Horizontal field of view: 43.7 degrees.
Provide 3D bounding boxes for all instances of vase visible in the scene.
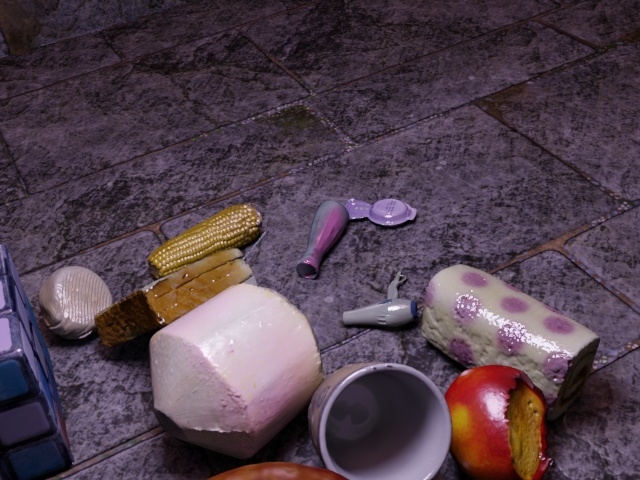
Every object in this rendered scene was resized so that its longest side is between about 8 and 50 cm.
[{"bbox_3d":[0.000,0.000,1.963,0.086,0.086,0.214,9,46,18],"label":"vase"}]

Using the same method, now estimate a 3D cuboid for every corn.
[{"bbox_3d":[-0.283,0.005,1.984,0.305,0.106,0.106,-30,44,-19],"label":"corn"}]

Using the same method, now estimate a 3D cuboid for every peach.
[{"bbox_3d":[0.323,0.333,1.419,0.196,0.189,0.226,-16,34,-16],"label":"peach"}]

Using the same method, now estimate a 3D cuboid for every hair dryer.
[{"bbox_3d":[0.126,0.134,1.809,0.167,0.067,0.199,-13,29,1],"label":"hair dryer"}]

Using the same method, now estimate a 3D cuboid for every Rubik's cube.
[{"bbox_3d":[-0.707,0.265,1.527,0.359,0.363,0.362,-15,36,-15],"label":"Rubik's cube"}]

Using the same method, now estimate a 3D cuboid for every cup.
[{"bbox_3d":[0.111,0.345,1.421,0.227,0.301,0.257,-44,6,-9],"label":"cup"}]

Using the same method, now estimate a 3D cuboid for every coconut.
[{"bbox_3d":[-0.176,0.260,1.526,0.310,0.297,0.297,-32,46,-30],"label":"coconut"}]

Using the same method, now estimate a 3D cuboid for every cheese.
[{"bbox_3d":[0.152,-0.075,2.056,0.191,0.042,0.105,7,40,18],"label":"cheese"}]

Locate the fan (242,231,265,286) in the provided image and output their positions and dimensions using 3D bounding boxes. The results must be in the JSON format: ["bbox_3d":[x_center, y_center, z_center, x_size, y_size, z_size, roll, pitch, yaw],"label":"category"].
[{"bbox_3d":[-0.209,0.069,1.960,0.182,0.010,0.310,12,43,22],"label":"fan"}]

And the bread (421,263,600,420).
[{"bbox_3d":[0.362,0.195,1.584,0.155,0.187,0.338,-27,43,-33],"label":"bread"}]

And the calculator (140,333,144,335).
[{"bbox_3d":[-0.414,0.169,1.865,0.094,0.019,0.141,6,40,15],"label":"calculator"}]

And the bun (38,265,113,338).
[{"bbox_3d":[-0.571,0.151,1.832,0.113,0.166,0.173,-38,16,33],"label":"bun"}]

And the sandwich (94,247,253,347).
[{"bbox_3d":[-0.315,0.121,1.716,0.271,0.099,0.301,-23,-1,-40],"label":"sandwich"}]

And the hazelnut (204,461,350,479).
[{"bbox_3d":[-0.078,0.499,1.130,0.421,0.421,0.352,14,88,23],"label":"hazelnut"}]
